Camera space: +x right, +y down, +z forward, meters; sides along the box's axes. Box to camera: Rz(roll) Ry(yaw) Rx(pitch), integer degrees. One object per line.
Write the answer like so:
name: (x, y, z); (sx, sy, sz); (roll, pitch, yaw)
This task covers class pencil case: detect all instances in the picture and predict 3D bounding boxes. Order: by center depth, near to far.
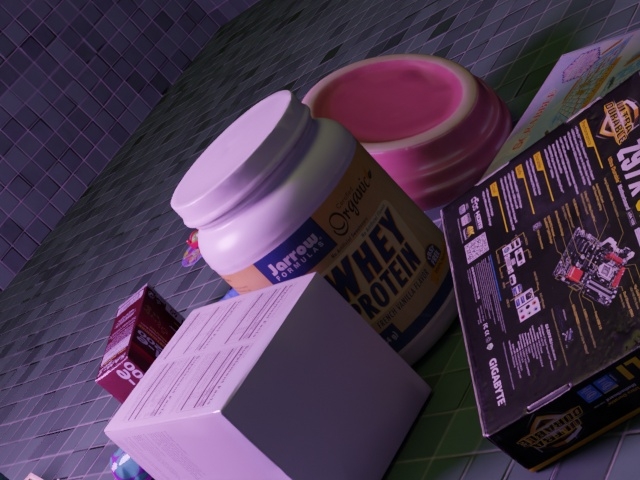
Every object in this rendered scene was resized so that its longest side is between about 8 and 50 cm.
pencil case: (-0.220, 0.284, 1.758); (0.151, 0.070, 0.064); (-39, -19, 21)

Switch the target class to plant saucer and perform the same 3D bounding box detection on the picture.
plant saucer: (0.098, -0.162, 1.760); (0.332, 0.084, 0.332); (-9, 37, 7)

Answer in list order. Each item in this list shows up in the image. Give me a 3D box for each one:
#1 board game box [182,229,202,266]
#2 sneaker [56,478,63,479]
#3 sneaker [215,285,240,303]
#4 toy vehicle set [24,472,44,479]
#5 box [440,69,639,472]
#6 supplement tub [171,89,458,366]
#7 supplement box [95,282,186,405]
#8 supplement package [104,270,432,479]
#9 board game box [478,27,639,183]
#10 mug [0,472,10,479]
board game box: (-0.221, -0.022, 2.478); (0.168, 0.033, 0.133); (-42, 18, 6)
sneaker: (-0.424, 0.431, 1.826); (0.212, 0.094, 0.080); (-45, 18, -4)
sneaker: (-0.141, 0.105, 1.983); (0.152, 0.058, 0.085); (-17, 38, 47)
toy vehicle set: (-0.362, 0.420, 1.677); (0.266, 0.035, 0.166); (14, 59, 48)
box: (0.250, 0.022, 1.189); (0.257, 0.079, 0.322); (-35, 35, 23)
supplement tub: (0.000, 0.000, 1.501); (0.228, 0.316, 0.228); (-39, 19, 16)
supplement box: (-0.264, 0.180, 1.975); (0.073, 0.130, 0.239); (-38, 20, 17)
supplement package: (-0.061, 0.190, 1.404); (0.262, 0.199, 0.198); (-19, 30, 53)
board game box: (0.334, -0.125, 1.459); (0.319, 0.066, 0.318); (-54, 21, -25)
mug: (-0.543, 0.443, 2.050); (0.129, 0.097, 0.157); (-52, 19, -20)
